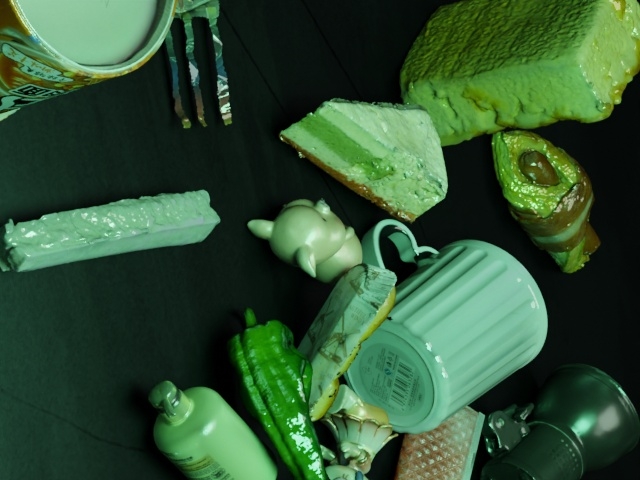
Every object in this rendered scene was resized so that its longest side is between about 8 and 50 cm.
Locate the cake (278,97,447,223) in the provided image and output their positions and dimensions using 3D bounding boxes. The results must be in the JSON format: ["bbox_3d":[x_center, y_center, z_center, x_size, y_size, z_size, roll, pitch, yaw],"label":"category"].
[{"bbox_3d":[0.053,-0.121,1.712,0.220,0.086,0.116,32,39,-34],"label":"cake"}]

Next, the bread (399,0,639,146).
[{"bbox_3d":[0.235,-0.208,1.794,0.114,0.275,0.184,54,49,-29],"label":"bread"}]

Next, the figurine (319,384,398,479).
[{"bbox_3d":[0.032,0.261,1.637,0.102,0.111,0.195,24,68,-26],"label":"figurine"}]

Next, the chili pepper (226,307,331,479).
[{"bbox_3d":[-0.027,0.178,1.519,0.100,0.074,0.257,7,58,-65],"label":"chili pepper"}]

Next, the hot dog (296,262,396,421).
[{"bbox_3d":[0.018,0.109,1.606,0.059,0.108,0.191,33,96,-15],"label":"hot dog"}]

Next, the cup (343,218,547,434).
[{"bbox_3d":[0.116,0.099,1.748,0.202,0.221,0.166,-32,146,-45],"label":"cup"}]

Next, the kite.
[{"bbox_3d":[-0.135,-0.234,1.541,0.141,0.015,0.245,-13,94,-50],"label":"kite"}]

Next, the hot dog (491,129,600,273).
[{"bbox_3d":[0.312,-0.054,2.020,0.261,0.093,0.123,44,55,-40],"label":"hot dog"}]

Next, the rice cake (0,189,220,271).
[{"bbox_3d":[-0.195,-0.009,1.421,0.270,0.055,0.049,-11,76,-53],"label":"rice cake"}]

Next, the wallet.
[{"bbox_3d":[0.133,0.269,1.796,0.103,0.020,0.196,33,56,-25],"label":"wallet"}]

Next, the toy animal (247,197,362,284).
[{"bbox_3d":[-0.002,0.006,1.636,0.150,0.083,0.089,25,70,-49],"label":"toy animal"}]

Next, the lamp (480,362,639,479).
[{"bbox_3d":[0.281,0.267,1.938,0.227,0.147,0.172,-35,98,-40],"label":"lamp"}]

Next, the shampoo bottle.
[{"bbox_3d":[-0.112,0.192,1.487,0.162,0.079,0.079,52,50,-34],"label":"shampoo bottle"}]

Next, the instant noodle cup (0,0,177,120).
[{"bbox_3d":[-0.250,-0.220,1.258,0.250,0.192,0.250,5,83,-51],"label":"instant noodle cup"}]
